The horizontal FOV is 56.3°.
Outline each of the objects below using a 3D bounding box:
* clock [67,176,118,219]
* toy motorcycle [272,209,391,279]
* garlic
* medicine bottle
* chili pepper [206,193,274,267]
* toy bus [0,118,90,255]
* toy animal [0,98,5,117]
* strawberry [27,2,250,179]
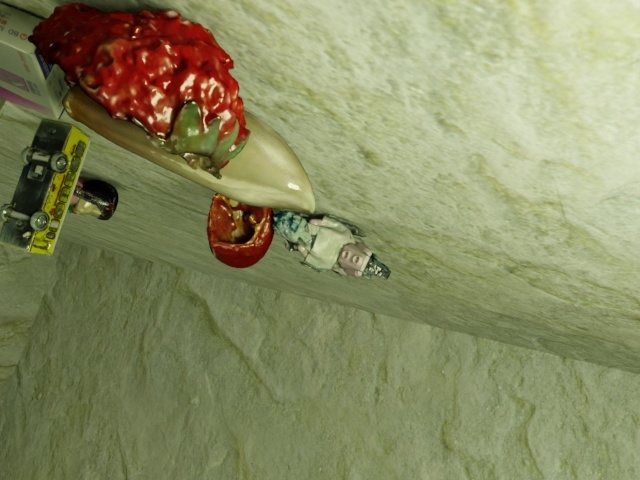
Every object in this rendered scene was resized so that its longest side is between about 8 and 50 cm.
[{"bbox_3d":[-0.582,-0.112,1.405,0.195,0.100,0.194,25,170,-25],"label":"clock"},{"bbox_3d":[-0.002,0.006,1.105,0.239,0.108,0.204,4,164,46],"label":"toy motorcycle"},{"bbox_3d":[-0.150,-0.118,0.720,0.317,0.112,0.143,15,-170,-3],"label":"garlic"},{"bbox_3d":[-0.396,-0.227,0.706,0.171,0.052,0.201,20,167,-13],"label":"medicine bottle"},{"bbox_3d":[-0.165,-0.006,1.225,0.131,0.135,0.338,5,169,-9],"label":"chili pepper"},{"bbox_3d":[-0.473,-0.090,1.019,0.081,0.227,0.074,12,172,15],"label":"toy bus"},{"bbox_3d":[-0.581,-0.135,0.800,0.188,0.308,0.266,29,166,-14],"label":"toy animal"},{"bbox_3d":[-0.161,-0.168,0.561,0.236,0.111,0.190,37,-174,18],"label":"strawberry"}]
